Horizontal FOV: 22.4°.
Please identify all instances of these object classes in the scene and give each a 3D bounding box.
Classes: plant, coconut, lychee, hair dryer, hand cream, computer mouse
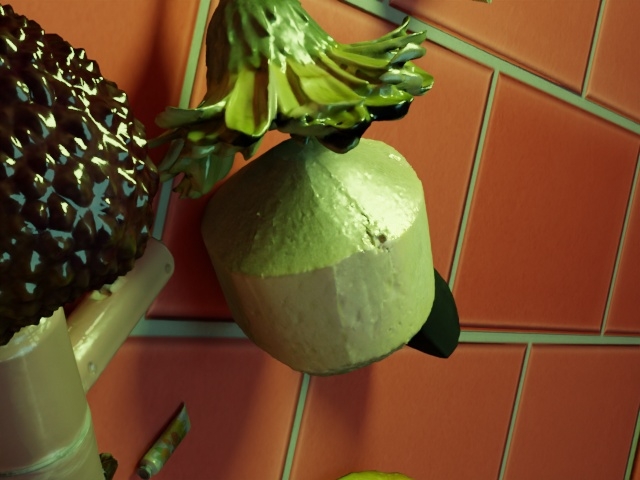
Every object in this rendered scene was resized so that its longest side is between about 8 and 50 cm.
[{"bbox_3d":[-0.023,-0.176,1.525,0.306,0.261,0.297,-20,119,-72],"label":"plant"},{"bbox_3d":[0.000,0.000,1.685,0.239,0.239,0.244,-55,144,-36],"label":"coconut"},{"bbox_3d":[-0.255,-0.057,1.171,0.271,0.271,0.271,-36,132,-53],"label":"lychee"},{"bbox_3d":[-0.222,0.079,1.440,0.352,0.125,0.210,-59,148,-51],"label":"hair dryer"},{"bbox_3d":[-0.161,0.212,1.695,0.102,0.022,0.035,-51,139,-49],"label":"hand cream"},{"bbox_3d":[0.092,0.054,1.986,0.086,0.138,0.269,-60,148,-13],"label":"computer mouse"}]

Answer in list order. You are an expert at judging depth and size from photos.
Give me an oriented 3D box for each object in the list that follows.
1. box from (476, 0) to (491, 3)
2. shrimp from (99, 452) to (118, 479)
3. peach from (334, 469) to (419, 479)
[{"bbox_3d":[0.184,-0.422,1.962,0.269,0.135,0.079,-65,154,-22],"label":"box"},{"bbox_3d":[-0.214,0.238,1.508,0.095,0.045,0.162,-35,165,-52],"label":"shrimp"},{"bbox_3d":[0.088,0.406,2.054,0.245,0.248,0.274,-50,180,26],"label":"peach"}]
